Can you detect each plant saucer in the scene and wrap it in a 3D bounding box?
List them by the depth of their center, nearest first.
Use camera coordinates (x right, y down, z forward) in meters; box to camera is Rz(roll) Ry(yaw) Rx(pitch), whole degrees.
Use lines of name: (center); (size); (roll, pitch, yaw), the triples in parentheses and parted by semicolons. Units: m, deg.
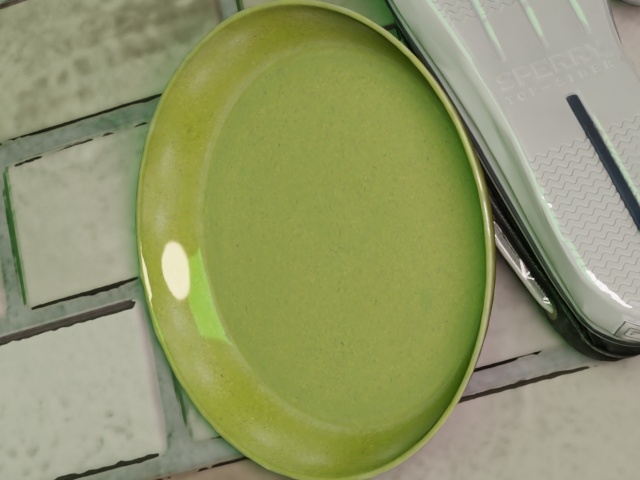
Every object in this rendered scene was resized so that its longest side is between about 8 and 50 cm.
plant saucer: (0.000, 0.000, 0.897); (0.241, 0.037, 0.241); (7, 100, 43)

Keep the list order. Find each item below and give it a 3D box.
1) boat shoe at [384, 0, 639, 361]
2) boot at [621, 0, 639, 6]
boat shoe: (0.087, -0.089, 0.897); (0.121, 0.119, 0.335); (-14, 72, -19)
boot: (0.248, -0.221, 0.897); (0.123, 0.095, 0.258); (23, 82, 27)
